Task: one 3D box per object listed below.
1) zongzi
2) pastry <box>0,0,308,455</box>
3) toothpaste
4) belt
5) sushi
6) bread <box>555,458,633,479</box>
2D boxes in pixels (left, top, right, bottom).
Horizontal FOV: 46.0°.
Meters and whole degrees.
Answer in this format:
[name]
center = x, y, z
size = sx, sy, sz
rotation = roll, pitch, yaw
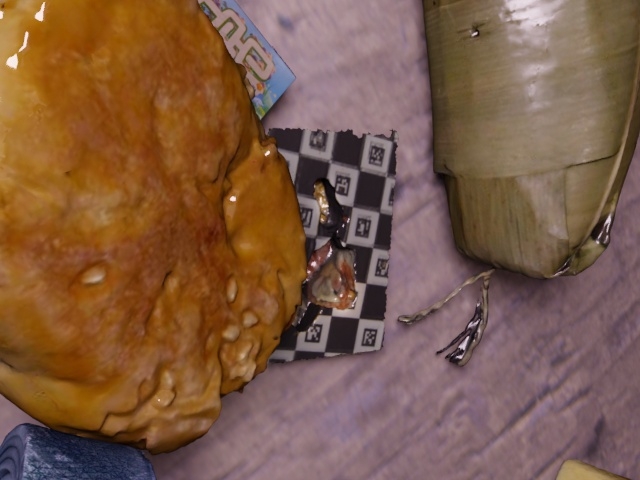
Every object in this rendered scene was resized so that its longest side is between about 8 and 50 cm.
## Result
[zongzi]
center = 0.263, -0.115, 0.739
size = 0.418, 0.181, 0.446
rotation = -14, 104, -34
[pastry]
center = -0.135, -0.024, 0.469
size = 0.255, 0.162, 0.310
rotation = -51, 133, -37
[toothpaste]
center = -0.106, -0.165, 0.548
size = 0.193, 0.044, 0.070
rotation = 48, 67, -28
[belt]
center = -0.136, 0.168, 0.375
size = 0.082, 0.190, 0.141
rotation = 20, 69, -23
[sushi]
center = 0.000, 0.000, 0.647
size = 0.139, 0.031, 0.200
rotation = 0, 98, -36
[bread]
center = 0.387, 0.355, 0.912
size = 0.266, 0.178, 0.141
rotation = 31, 45, -36
